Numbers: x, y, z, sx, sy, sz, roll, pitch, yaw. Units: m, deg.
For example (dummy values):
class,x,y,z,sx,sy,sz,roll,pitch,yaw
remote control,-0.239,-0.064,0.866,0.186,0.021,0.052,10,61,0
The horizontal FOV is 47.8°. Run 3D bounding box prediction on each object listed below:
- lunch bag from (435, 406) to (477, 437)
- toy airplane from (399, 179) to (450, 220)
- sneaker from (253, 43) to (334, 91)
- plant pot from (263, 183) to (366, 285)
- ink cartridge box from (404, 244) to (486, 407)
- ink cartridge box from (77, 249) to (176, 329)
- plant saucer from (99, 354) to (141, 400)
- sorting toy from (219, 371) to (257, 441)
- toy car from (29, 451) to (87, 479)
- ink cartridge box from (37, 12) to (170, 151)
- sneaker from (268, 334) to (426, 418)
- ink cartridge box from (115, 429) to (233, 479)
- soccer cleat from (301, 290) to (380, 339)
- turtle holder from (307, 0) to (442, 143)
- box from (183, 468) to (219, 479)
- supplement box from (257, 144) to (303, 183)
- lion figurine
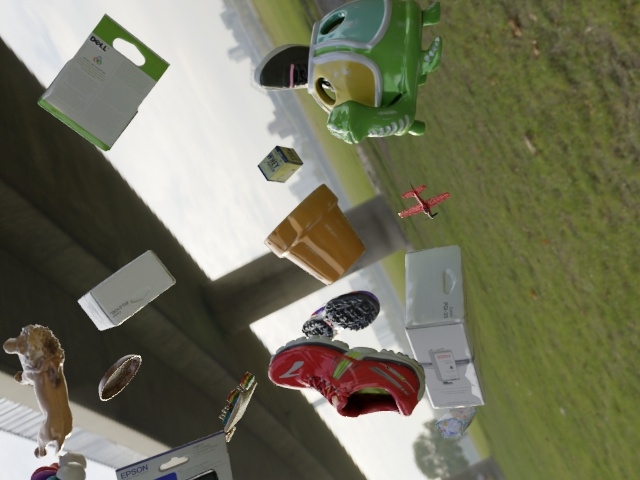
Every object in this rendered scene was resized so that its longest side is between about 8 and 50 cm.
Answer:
class,x,y,z,sx,sy,sz,roll,pitch,yaw
lunch bag,0.332,0.434,1.733,0.071,0.083,0.053,-28,-96,-47
toy airplane,0.273,-0.106,1.943,0.028,0.151,0.151,-94,-18,-45
sneaker,-0.007,-0.396,1.701,0.147,0.295,0.104,36,132,38
plant pot,0.000,0.000,1.734,0.188,0.205,0.205,46,-177,0
ink cartridge box,0.256,0.177,1.471,0.207,0.117,0.283,-83,-22,-44
ink cartridge box,-0.461,0.120,1.703,0.100,0.172,0.237,55,155,-7
plant saucer,-0.616,0.411,2.199,0.029,0.168,0.168,35,176,13
sorting toy,-0.262,0.508,2.221,0.046,0.274,0.132,26,-166,9
toy car,-0.692,0.641,1.882,0.136,0.159,0.182,17,180,-17
ink cartridge box,-0.497,-0.363,1.680,0.189,0.255,0.097,37,-178,-17
sneaker,0.032,0.235,1.199,0.118,0.279,0.107,-64,-32,-47
ink cartridge box,-0.379,0.684,1.925,0.072,0.303,0.307,12,113,60
soccer cleat,0.061,0.172,1.807,0.108,0.116,0.318,42,146,-5
turtle holder,0.091,-0.295,1.326,0.243,0.227,0.320,93,-176,-76
box,-0.294,0.667,1.668,0.051,0.175,0.220,-29,78,67
supplement box,-0.106,-0.202,1.921,0.056,0.083,0.083,56,-154,19
lion figurine,-0.729,0.420,1.942,0.240,0.142,0.392,-27,86,52
